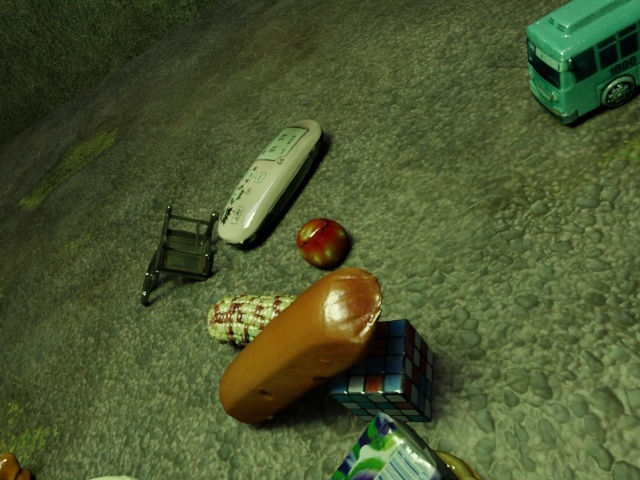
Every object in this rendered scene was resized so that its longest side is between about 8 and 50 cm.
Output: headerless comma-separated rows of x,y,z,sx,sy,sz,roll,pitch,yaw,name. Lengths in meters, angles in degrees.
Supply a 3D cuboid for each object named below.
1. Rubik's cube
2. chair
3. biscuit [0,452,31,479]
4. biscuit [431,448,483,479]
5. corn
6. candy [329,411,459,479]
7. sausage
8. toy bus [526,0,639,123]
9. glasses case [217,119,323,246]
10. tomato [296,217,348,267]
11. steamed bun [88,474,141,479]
0.077,0.159,0.578,0.092,0.092,0.092,-11,49,29,Rubik's cube
-0.290,0.043,0.975,0.229,0.113,0.106,121,152,-42,chair
-0.631,0.540,0.766,0.312,0.110,0.318,-28,42,12,biscuit
0.116,0.300,0.459,0.170,0.050,0.170,-31,39,30,biscuit
-0.063,0.122,0.723,0.253,0.086,0.086,-6,52,32,corn
0.009,0.319,0.472,0.312,0.061,0.088,-53,41,3,candy
-0.040,0.141,0.581,0.348,0.093,0.097,-49,28,45,sausage
0.430,-0.295,0.673,0.256,0.147,0.128,-27,41,14,toy bus
-0.100,-0.122,0.970,0.122,0.075,0.314,15,66,46,glasses case
0.000,0.000,0.791,0.087,0.075,0.087,-24,43,24,tomato
-0.279,0.416,0.573,0.231,0.145,0.232,-17,23,7,steamed bun
